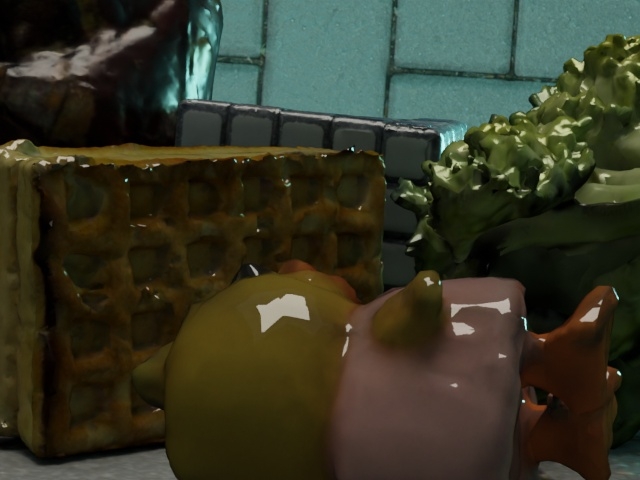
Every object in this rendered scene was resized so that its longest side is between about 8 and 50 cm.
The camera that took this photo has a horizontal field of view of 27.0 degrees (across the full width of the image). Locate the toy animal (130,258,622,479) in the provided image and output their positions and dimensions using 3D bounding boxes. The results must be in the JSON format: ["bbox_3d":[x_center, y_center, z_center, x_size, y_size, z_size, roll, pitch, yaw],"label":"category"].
[{"bbox_3d":[0.025,0.093,0.776,0.281,0.195,0.169,10,48,21],"label":"toy animal"}]

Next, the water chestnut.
[{"bbox_3d":[-0.229,-0.146,1.286,0.335,0.335,0.347,8,-9,39],"label":"water chestnut"}]

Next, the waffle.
[{"bbox_3d":[-0.091,0.034,0.969,0.308,0.213,0.091,-3,6,-40],"label":"waffle"}]

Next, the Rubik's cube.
[{"bbox_3d":[0.000,0.000,1.210,0.237,0.238,0.237,5,5,11],"label":"Rubik's cube"}]

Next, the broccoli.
[{"bbox_3d":[0.251,-0.004,1.000,0.348,0.293,0.281,-35,0,-19],"label":"broccoli"}]
